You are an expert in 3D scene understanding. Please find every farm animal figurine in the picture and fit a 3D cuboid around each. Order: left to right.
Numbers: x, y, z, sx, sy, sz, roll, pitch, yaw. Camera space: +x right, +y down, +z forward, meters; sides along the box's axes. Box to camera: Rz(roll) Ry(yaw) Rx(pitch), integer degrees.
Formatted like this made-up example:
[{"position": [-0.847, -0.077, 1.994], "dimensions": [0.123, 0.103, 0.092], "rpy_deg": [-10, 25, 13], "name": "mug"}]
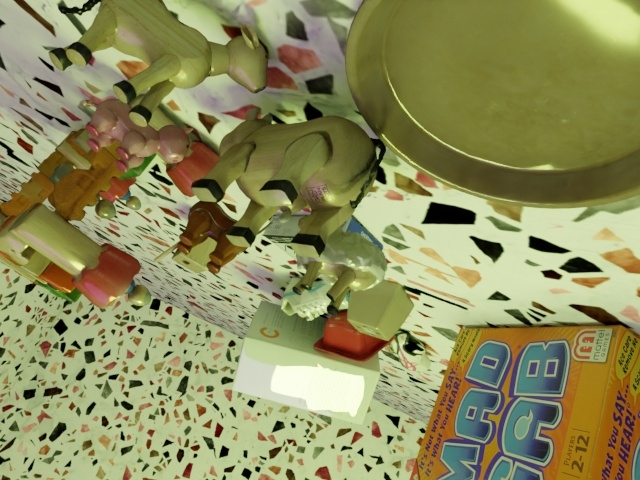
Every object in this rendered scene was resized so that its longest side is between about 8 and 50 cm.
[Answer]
[{"position": [-0.077, -0.103, 0.526], "dimensions": [0.327, 0.172, 0.330], "rpy_deg": [19, 147, 25], "name": "farm animal figurine"}]

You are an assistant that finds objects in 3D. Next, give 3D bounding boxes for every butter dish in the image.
[{"position": [0.082, 0.209, 1.185], "dimensions": [0.160, 0.160, 0.118], "rpy_deg": [9, 111, 37], "name": "butter dish"}]

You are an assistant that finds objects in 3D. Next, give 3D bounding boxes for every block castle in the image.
[{"position": [-0.386, -0.048, 0.841], "dimensions": [0.453, 0.303, 0.213], "rpy_deg": [2, 142, 48], "name": "block castle"}]

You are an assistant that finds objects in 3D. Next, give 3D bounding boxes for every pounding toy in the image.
[{"position": [-0.299, 0.011, 1.118], "dimensions": [0.100, 0.130, 0.141], "rpy_deg": [34, 159, -19], "name": "pounding toy"}]

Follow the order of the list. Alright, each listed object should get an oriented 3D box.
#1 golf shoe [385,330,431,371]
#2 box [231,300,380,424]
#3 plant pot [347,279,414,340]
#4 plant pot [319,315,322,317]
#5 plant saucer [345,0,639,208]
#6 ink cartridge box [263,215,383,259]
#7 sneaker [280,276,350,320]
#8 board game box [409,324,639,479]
[{"position": [0.242, 0.298, 1.263], "dimensions": [0.086, 0.067, 0.186], "rpy_deg": [-1, 146, 49], "name": "golf shoe"}, {"position": [-0.032, 0.318, 1.290], "dimensions": [0.345, 0.168, 0.215], "rpy_deg": [16, -162, -1], "name": "box"}, {"position": [0.114, 0.142, 0.993], "dimensions": [0.109, 0.096, 0.109], "rpy_deg": [13, 156, 33], "name": "plant pot"}, {"position": [-0.054, 0.336, 1.546], "dimensions": [0.212, 0.212, 0.187], "rpy_deg": [35, 171, -22], "name": "plant pot"}, {"position": [0.153, -0.118, 0.388], "dimensions": [0.278, 0.041, 0.278], "rpy_deg": [23, 159, 9], "name": "plant saucer"}, {"position": [0.000, 0.000, 0.854], "dimensions": [0.207, 0.046, 0.097], "rpy_deg": [3, 151, 46], "name": "ink cartridge box"}, {"position": [-0.007, 0.147, 1.159], "dimensions": [0.087, 0.092, 0.229], "rpy_deg": [41, 154, -30], "name": "sneaker"}, {"position": [0.432, 0.386, 0.829], "dimensions": [0.356, 0.356, 0.356], "rpy_deg": [31, 159, -16], "name": "board game box"}]
